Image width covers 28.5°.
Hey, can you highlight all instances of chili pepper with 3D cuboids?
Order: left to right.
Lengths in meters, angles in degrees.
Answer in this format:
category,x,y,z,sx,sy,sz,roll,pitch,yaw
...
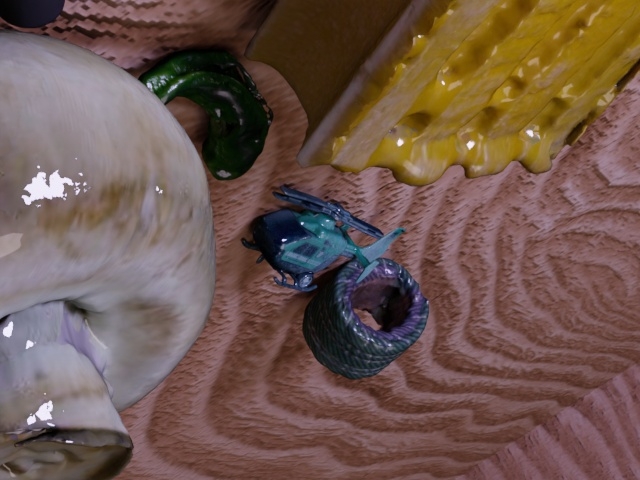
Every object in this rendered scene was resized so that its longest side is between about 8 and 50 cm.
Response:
category,x,y,z,sx,sy,sz,roll,pitch,yaw
chili pepper,-0.078,-0.096,0.948,0.073,0.050,0.182,-26,157,7

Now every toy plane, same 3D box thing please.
category,x,y,z,sx,sy,sz,roll,pitch,yaw
toy plane,0.000,0.000,1.265,0.096,0.060,0.235,-50,150,14

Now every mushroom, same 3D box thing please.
category,x,y,z,sx,sy,sz,roll,pitch,yaw
mushroom,-0.222,0.032,0.761,0.352,0.260,0.352,-20,158,-9

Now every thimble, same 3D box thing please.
category,x,y,z,sx,sy,sz,roll,pitch,yaw
thimble,0.050,0.087,1.434,0.135,0.118,0.090,-32,170,-45

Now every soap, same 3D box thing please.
category,x,y,z,sx,sy,sz,roll,pitch,yaw
soap,0.146,-0.192,0.881,0.293,0.156,0.335,-6,149,-39

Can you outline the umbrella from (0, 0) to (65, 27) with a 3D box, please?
category,x,y,z,sx,sy,sz,roll,pitch,yaw
umbrella,-0.146,-0.211,0.577,0.073,0.067,0.337,-13,155,-13
